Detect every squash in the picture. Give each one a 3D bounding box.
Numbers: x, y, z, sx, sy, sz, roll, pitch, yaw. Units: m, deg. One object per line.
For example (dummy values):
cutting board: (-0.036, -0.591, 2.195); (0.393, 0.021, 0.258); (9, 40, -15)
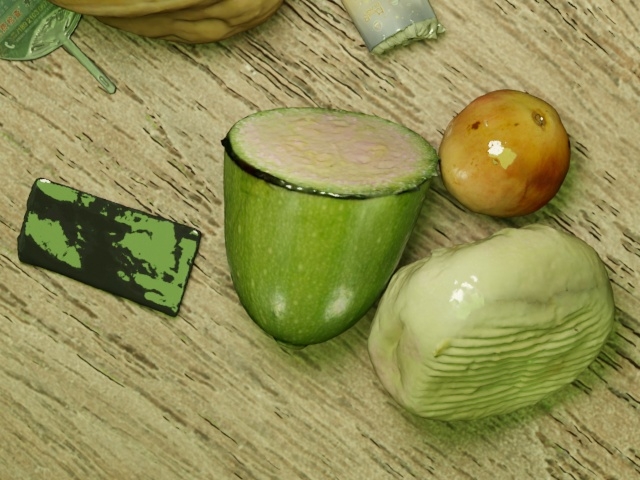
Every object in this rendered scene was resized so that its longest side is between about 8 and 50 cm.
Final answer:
squash: (0.004, 0.000, 1.666); (0.311, 0.310, 0.308); (9, 118, 6)

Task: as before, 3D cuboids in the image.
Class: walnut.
walnut: (-0.212, -0.449, 1.587); (0.384, 0.383, 0.383); (1, 96, 7)

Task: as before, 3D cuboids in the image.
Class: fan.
fan: (-0.427, -0.377, 1.782); (0.294, 0.012, 0.223); (18, 97, 5)

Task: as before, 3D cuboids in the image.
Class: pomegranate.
pomegranate: (0.260, -0.123, 1.640); (0.191, 0.191, 0.191); (1, 96, 7)

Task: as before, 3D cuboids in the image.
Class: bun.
bun: (0.233, 0.104, 1.636); (0.361, 0.361, 0.213); (-29, 54, 9)

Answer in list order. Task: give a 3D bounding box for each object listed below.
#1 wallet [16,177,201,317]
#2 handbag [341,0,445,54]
wallet: (-0.336, 0.008, 1.803); (0.286, 0.030, 0.146); (19, 101, 6)
handbag: (0.096, -0.353, 1.680); (0.117, 0.095, 0.173); (-29, 89, 12)
